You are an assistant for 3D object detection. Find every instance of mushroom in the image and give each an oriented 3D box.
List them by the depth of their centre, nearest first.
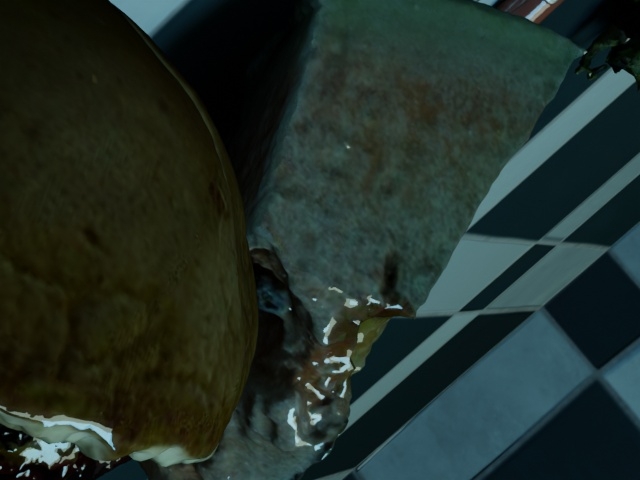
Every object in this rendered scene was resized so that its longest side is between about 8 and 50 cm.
[{"bbox_3d":[-0.142,0.020,0.694,0.208,0.233,0.302,-21,158,-30],"label":"mushroom"}]

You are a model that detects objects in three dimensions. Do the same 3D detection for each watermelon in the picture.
[{"bbox_3d":[-0.009,-0.013,1.083,0.264,0.151,0.302,-47,-171,50],"label":"watermelon"}]

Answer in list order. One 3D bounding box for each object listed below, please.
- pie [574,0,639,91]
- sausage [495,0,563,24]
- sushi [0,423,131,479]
[{"bbox_3d":[0.322,-0.240,1.468,0.296,0.078,0.371,-37,169,-7],"label":"pie"},{"bbox_3d":[0.182,-0.198,1.316,0.223,0.029,0.029,-43,167,17],"label":"sausage"},{"bbox_3d":[-0.147,0.052,0.977,0.172,0.153,0.150,-57,168,-61],"label":"sushi"}]
